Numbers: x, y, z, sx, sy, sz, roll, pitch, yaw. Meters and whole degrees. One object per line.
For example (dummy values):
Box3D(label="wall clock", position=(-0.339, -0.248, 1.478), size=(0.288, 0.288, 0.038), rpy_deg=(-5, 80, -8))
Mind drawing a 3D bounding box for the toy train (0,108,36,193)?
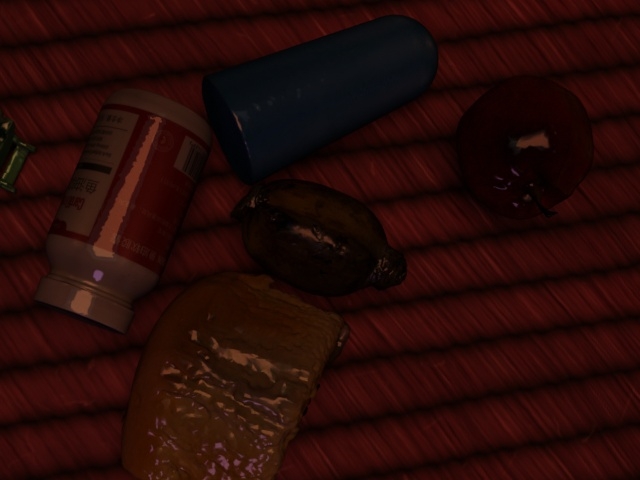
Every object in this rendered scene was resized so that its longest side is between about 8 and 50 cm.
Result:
Box3D(label="toy train", position=(-0.406, -0.114, 1.117), size=(0.149, 0.081, 0.099), rpy_deg=(21, 78, 3))

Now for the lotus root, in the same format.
Box3D(label="lotus root", position=(0.000, 0.000, 1.123), size=(0.209, 0.120, 0.120), rpy_deg=(25, 78, 1))

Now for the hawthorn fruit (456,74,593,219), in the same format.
Box3D(label="hawthorn fruit", position=(0.236, -0.093, 1.133), size=(0.156, 0.157, 0.194), rpy_deg=(5, 40, -6))

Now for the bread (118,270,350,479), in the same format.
Box3D(label="bread", position=(-0.102, 0.146, 1.062), size=(0.204, 0.163, 0.262), rpy_deg=(20, 69, 8))

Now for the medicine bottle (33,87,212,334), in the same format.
Box3D(label="medicine bottle", position=(-0.216, -0.032, 1.093), size=(0.131, 0.131, 0.250), rpy_deg=(21, 78, -3))

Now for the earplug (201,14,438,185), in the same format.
Box3D(label="earplug", position=(0.013, -0.177, 1.154), size=(0.272, 0.132, 0.132), rpy_deg=(-25, 84, -14))
